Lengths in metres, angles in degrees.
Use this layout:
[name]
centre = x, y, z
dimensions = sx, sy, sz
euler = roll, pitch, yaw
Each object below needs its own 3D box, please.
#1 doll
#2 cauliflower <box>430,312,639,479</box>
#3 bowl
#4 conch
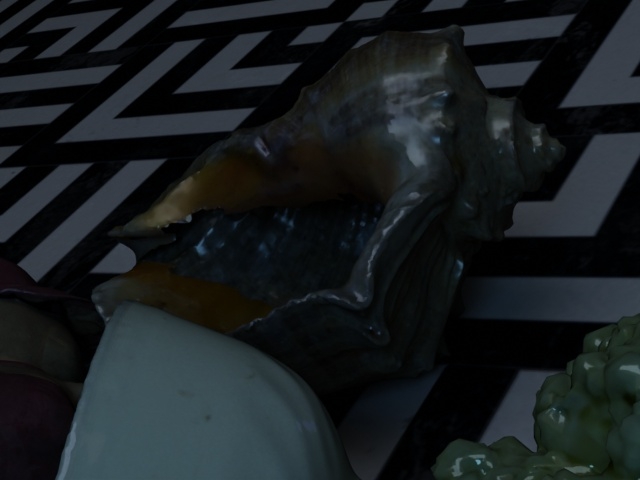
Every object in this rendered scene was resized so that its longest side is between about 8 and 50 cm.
[doll]
centre = -0.242, 0.116, 0.966
dimensions = 0.196, 0.152, 0.256
euler = 3, 35, -26
[cauliflower]
centre = 0.121, 0.153, 0.531
dimensions = 0.327, 0.260, 0.281
euler = -6, 27, -19
[bowl]
centre = -0.055, 0.174, 0.641
dimensions = 0.145, 0.277, 0.277
euler = 11, 31, 1
[conch]
centre = 0.012, 0.013, 0.943
dimensions = 0.352, 0.210, 0.297
euler = -31, 21, 28
